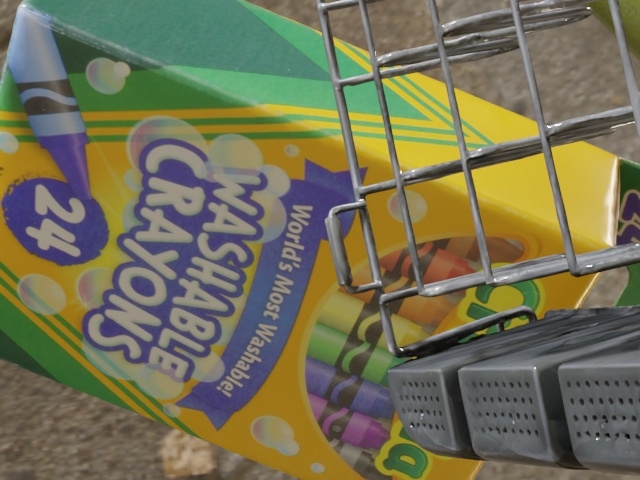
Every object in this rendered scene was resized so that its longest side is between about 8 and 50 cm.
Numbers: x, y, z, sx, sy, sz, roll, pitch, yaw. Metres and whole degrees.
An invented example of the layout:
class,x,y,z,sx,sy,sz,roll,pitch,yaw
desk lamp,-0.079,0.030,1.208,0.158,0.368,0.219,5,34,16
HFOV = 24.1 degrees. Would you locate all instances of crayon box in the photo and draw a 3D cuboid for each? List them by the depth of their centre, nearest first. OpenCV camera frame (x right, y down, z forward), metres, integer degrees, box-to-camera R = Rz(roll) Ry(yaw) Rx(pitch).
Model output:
class,x,y,z,sx,sy,sz,roll,pitch,yaw
crayon box,-0.001,0.013,0.710,0.323,0.203,0.083,21,38,-3

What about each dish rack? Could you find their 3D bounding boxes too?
class,x,y,z,sx,sy,sz,roll,pitch,yaw
dish rack,0.055,-0.072,0.356,0.074,0.208,0.271,-12,89,-23

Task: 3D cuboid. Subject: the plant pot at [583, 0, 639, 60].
class,x,y,z,sx,sy,sz,roll,pitch,yaw
plant pot,0.273,-0.198,0.939,0.275,0.275,0.293,-21,78,-35
